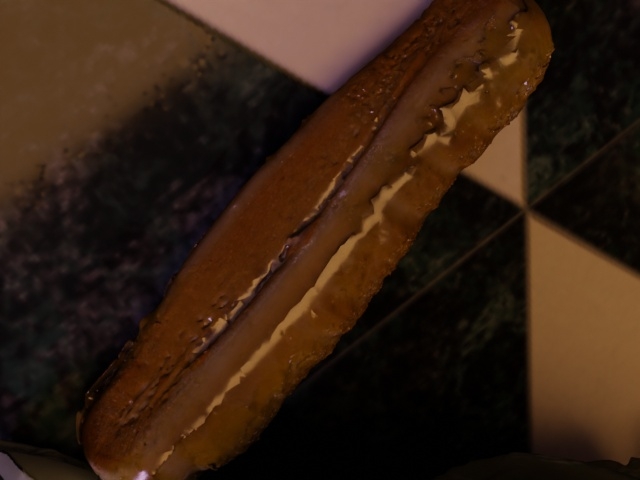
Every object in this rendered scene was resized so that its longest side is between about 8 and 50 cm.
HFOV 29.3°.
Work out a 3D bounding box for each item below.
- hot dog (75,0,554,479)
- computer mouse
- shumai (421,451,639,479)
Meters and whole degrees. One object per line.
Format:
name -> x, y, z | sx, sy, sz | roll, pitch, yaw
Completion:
hot dog -> 0.001, 0.001, 0.561 | 0.289, 0.083, 0.068 | -48, 139, -2
computer mouse -> -0.109, 0.119, 0.563 | 0.032, 0.056, 0.110 | -48, 118, -13
shumai -> 0.111, 0.244, 0.573 | 0.323, 0.397, 0.324 | -25, 134, -59
